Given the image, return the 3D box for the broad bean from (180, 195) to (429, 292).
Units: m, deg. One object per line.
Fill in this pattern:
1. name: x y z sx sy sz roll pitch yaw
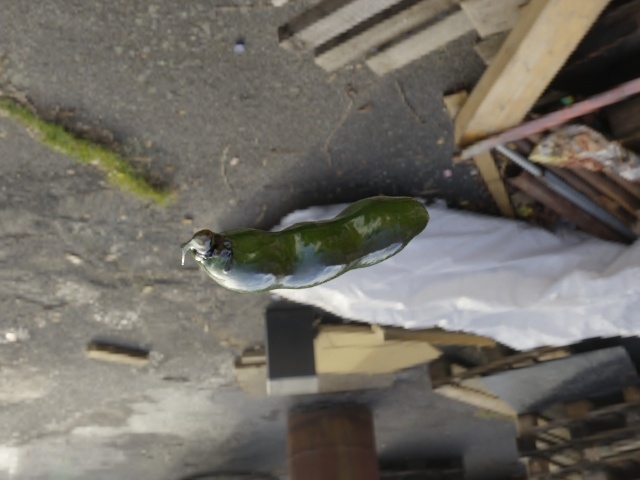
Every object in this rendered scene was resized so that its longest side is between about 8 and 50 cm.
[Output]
1. broad bean: -0.002 0.004 0.631 0.254 0.046 0.065 -11 131 -48
